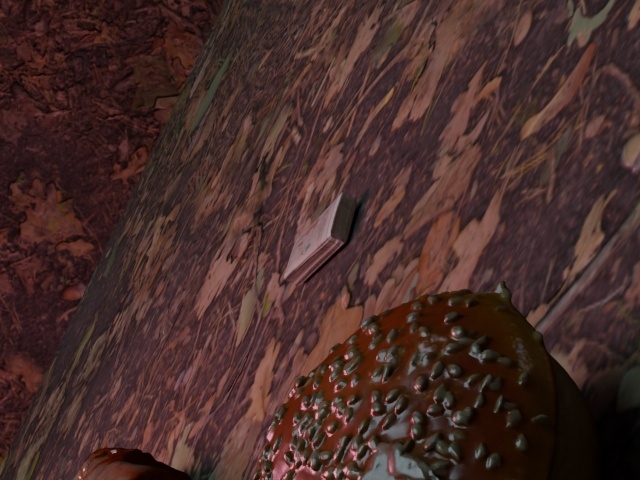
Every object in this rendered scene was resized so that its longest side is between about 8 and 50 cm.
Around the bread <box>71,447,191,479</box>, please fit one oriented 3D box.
[{"bbox_3d":[-0.222,0.348,1.457,0.295,0.114,0.327,-66,15,-7],"label":"bread"}]

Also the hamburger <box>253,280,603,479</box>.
[{"bbox_3d":[0.052,0.136,0.798,0.237,0.147,0.237,-54,20,30],"label":"hamburger"}]

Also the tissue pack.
[{"bbox_3d":[0.000,0.000,1.474,0.108,0.023,0.056,-43,25,54],"label":"tissue pack"}]
